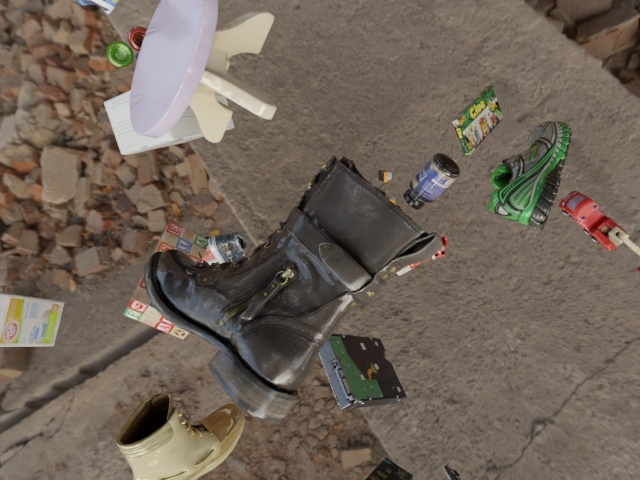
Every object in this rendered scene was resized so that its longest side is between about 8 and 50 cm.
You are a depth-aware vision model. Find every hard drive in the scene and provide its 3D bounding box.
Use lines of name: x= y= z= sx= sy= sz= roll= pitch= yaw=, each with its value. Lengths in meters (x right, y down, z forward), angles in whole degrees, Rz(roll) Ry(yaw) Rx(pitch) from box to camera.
hard drive: x=0.140 y=0.436 z=1.554 sx=0.064 sy=0.339 sz=0.236 roll=-39 pitch=57 yaw=23

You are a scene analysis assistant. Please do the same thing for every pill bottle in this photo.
pill bottle: x=0.425 y=-0.223 z=1.800 sx=0.122 sy=0.123 sz=0.219 roll=56 pitch=132 yaw=19

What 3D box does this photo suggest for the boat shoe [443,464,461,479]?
boat shoe: x=0.422 y=0.744 z=1.461 sx=0.038 sy=0.125 sz=0.046 roll=-35 pitch=89 yaw=1

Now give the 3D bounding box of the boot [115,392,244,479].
boot: x=-0.265 y=0.371 z=0.918 sx=0.095 sy=0.262 sz=0.203 roll=18 pitch=126 yaw=36

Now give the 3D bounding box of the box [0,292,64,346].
box: x=-0.701 y=0.180 z=1.054 sx=0.103 sy=0.203 sz=0.114 roll=7 pitch=77 yaw=4

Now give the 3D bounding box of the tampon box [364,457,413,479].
tampon box: x=0.224 y=0.864 z=1.599 sx=0.120 sy=0.161 sz=0.101 roll=20 pitch=122 yaw=39

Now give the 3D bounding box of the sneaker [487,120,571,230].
sneaker: x=0.499 y=-0.181 z=1.107 sx=0.146 sy=0.134 sz=0.343 roll=19 pitch=52 yaw=21

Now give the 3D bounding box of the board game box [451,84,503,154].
board game box: x=0.556 y=-0.426 z=1.629 sx=0.260 sy=0.136 sz=0.030 roll=-45 pitch=24 yaw=-29

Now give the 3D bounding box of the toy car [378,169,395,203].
toy car: x=0.210 y=-0.166 z=1.453 sx=0.041 sy=0.060 sz=0.122 roll=-8 pitch=90 yaw=-10

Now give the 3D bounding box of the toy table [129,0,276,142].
toy table: x=-0.201 y=-0.295 z=0.801 sx=0.274 sy=0.161 sz=0.252 roll=-47 pitch=58 yaw=31

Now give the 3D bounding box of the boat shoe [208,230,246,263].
boat shoe: x=-0.233 y=0.043 z=1.271 sx=0.083 sy=0.183 sz=0.065 roll=-13 pitch=57 yaw=5

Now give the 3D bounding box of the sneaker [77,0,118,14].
sneaker: x=-0.402 y=-0.419 z=0.755 sx=0.059 sy=0.144 sz=0.053 roll=-53 pitch=37 yaw=35

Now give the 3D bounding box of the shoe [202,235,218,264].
shoe: x=-0.338 y=0.019 z=1.531 sx=0.063 sy=0.178 sz=0.081 roll=28 pitch=126 yaw=31

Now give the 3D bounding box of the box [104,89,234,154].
box: x=-0.320 y=-0.268 z=0.991 sx=0.181 sy=0.182 sz=0.119 roll=-4 pitch=106 yaw=36

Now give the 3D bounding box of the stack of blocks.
stack of blocks: x=-0.403 y=0.105 z=1.301 sx=0.087 sy=0.171 sz=0.297 roll=-46 pitch=25 yaw=38

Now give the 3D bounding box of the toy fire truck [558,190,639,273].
toy fire truck: x=0.547 y=-0.009 z=0.864 sx=0.192 sy=0.135 sz=0.047 roll=39 pitch=105 yaw=-10

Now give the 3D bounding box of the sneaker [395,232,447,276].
sneaker: x=0.399 y=0.051 z=1.828 sx=0.145 sy=0.270 sz=0.090 roll=2 pitch=121 yaw=42

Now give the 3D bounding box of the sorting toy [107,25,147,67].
sorting toy: x=-0.399 y=-0.406 z=0.979 sx=0.102 sy=0.061 sz=0.042 roll=-37 pitch=35 yaw=-3

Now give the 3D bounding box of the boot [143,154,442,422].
boot: x=-0.040 y=0.014 z=0.455 sx=0.263 sy=0.091 sz=0.229 roll=37 pitch=92 yaw=34
